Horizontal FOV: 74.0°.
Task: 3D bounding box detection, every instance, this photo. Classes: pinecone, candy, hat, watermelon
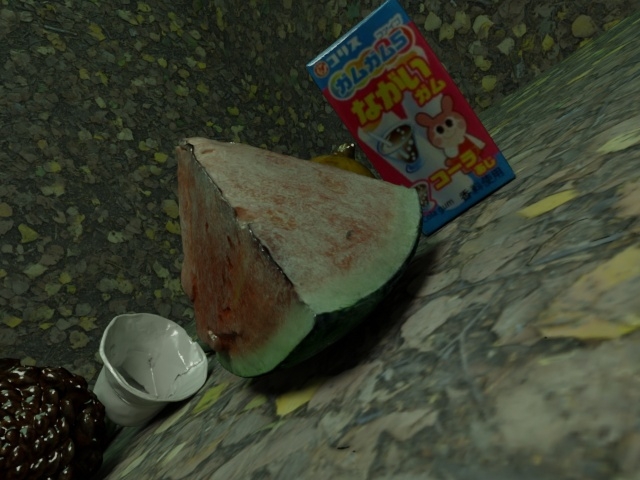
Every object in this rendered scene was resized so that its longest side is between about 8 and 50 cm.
[{"bbox_3d":[-0.412,0.282,0.601,0.221,0.221,0.221,-36,4,3],"label":"pinecone"},{"bbox_3d":[0.131,-0.176,0.636,0.157,0.306,0.100,-35,5,11],"label":"candy"},{"bbox_3d":[-0.306,0.232,0.726,0.126,0.203,0.203,-52,1,12],"label":"hat"},{"bbox_3d":[-0.033,0.005,0.528,0.250,0.292,0.283,2,-27,-45],"label":"watermelon"}]

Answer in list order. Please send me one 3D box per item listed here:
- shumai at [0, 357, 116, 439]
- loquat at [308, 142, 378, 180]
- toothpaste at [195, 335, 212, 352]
[{"bbox_3d":[-0.579,0.357,0.766,0.304,0.263,0.309,-33,5,12],"label":"shumai"},{"bbox_3d":[0.017,-0.058,0.739,0.213,0.213,0.246,163,122,-77],"label":"loquat"},{"bbox_3d":[-0.206,0.205,0.902,0.069,0.047,0.268,-15,-8,-40],"label":"toothpaste"}]
